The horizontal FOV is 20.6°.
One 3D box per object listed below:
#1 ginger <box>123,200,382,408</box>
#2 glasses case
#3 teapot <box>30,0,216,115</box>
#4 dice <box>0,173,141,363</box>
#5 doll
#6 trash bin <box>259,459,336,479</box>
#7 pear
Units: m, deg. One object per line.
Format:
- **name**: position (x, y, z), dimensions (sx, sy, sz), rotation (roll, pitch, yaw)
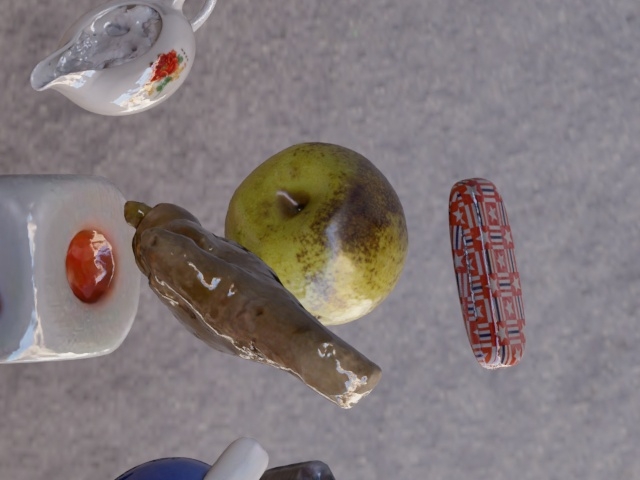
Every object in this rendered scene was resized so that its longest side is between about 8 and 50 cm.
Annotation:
- **ginger**: position (-0.075, 0.038, 1.284), dimensions (0.166, 0.333, 0.080), rotation (32, 93, -19)
- **glasses case**: position (0.166, 0.034, 1.788), dimensions (0.049, 0.194, 0.073), rotation (-13, 172, 33)
- **teapot**: position (-0.192, -0.194, 1.813), dimensions (0.226, 0.145, 0.092), rotation (-41, 144, -19)
- **dice**: position (-0.309, 0.029, 1.830), dimensions (0.192, 0.194, 0.193), rotation (-1, 92, 32)
- **doll**: position (-0.053, 0.104, 0.573), dimensions (0.099, 0.143, 0.057), rotation (-45, 97, -2)
- **trash bin**: position (-0.047, 0.315, 0.755), dimensions (0.259, 0.295, 0.381), rotation (-24, 90, 14)
- **pear**: position (0.000, 0.000, 1.882), dimensions (0.197, 0.197, 0.197), rotation (-2, 129, -3)
